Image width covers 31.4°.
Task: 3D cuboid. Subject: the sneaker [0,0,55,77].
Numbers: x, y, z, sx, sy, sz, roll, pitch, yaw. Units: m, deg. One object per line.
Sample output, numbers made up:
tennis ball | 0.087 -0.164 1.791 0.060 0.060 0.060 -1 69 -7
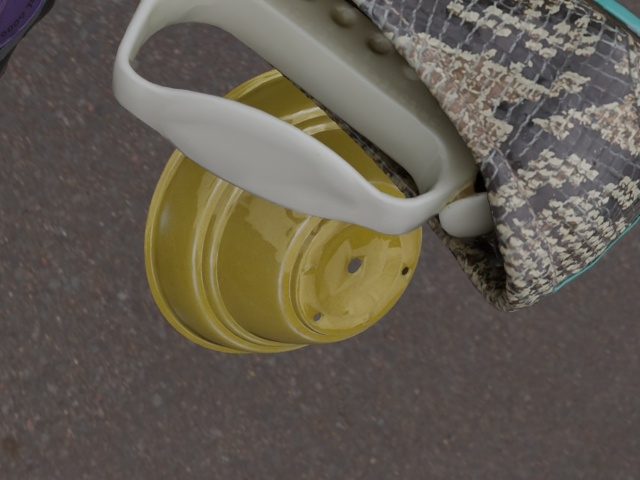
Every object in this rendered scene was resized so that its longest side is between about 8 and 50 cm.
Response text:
sneaker | -0.312 -0.120 0.887 0.283 0.107 0.124 -39 165 21

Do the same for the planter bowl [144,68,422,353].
planter bowl | 0.000 0.000 0.751 0.217 0.090 0.217 -19 125 -29

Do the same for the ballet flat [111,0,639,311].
ballet flat | -0.051 -0.144 0.544 0.482 0.164 0.182 40 72 6
